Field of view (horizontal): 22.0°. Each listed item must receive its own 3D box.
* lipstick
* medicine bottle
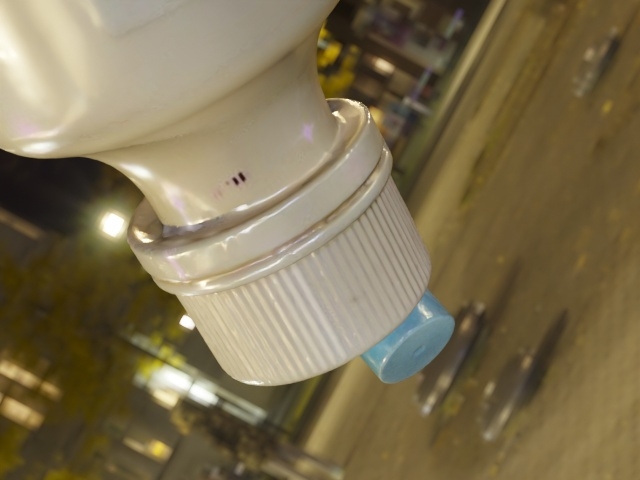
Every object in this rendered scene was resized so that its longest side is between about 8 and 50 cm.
[{"bbox_3d":[0.000,0.000,0.820,0.048,0.158,0.048,-32,-28,-19],"label":"lipstick"},{"bbox_3d":[-0.052,-0.079,0.406,0.114,0.252,0.114,-24,23,11],"label":"medicine bottle"}]
